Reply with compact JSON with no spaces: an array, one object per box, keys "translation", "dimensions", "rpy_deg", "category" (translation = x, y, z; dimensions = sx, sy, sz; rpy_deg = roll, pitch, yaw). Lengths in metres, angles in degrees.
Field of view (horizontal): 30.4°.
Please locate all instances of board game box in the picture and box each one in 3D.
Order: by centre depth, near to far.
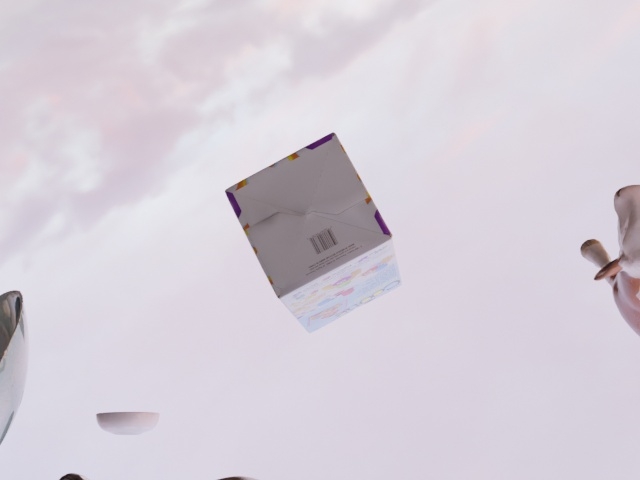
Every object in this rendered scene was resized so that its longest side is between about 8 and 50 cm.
[{"translation":[0.000,0.000,1.411],"dimensions":[0.144,0.142,0.275],"rpy_deg":[-28,166,-1],"category":"board game box"}]

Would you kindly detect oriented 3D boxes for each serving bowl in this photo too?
[{"translation":[-0.252,0.239,1.535],"dimensions":[0.083,0.027,0.083],"rpy_deg":[-1,169,0],"category":"serving bowl"}]

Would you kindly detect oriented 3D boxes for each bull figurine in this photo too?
[{"translation":[0.344,0.064,1.107],"dimensions":[0.101,0.310,0.188],"rpy_deg":[-39,-162,11],"category":"bull figurine"}]

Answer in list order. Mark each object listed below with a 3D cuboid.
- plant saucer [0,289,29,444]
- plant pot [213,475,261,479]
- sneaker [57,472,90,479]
[{"translation":[-0.221,0.117,0.680],"dimensions":[0.195,0.037,0.195],"rpy_deg":[-42,-157,22],"category":"plant saucer"},{"translation":[-0.152,0.294,1.179],"dimensions":[0.236,0.032,0.236],"rpy_deg":[-25,-178,1],"category":"plant pot"},{"translation":[-0.125,0.268,0.851],"dimensions":[0.086,0.132,0.229],"rpy_deg":[-51,-140,7],"category":"sneaker"}]
